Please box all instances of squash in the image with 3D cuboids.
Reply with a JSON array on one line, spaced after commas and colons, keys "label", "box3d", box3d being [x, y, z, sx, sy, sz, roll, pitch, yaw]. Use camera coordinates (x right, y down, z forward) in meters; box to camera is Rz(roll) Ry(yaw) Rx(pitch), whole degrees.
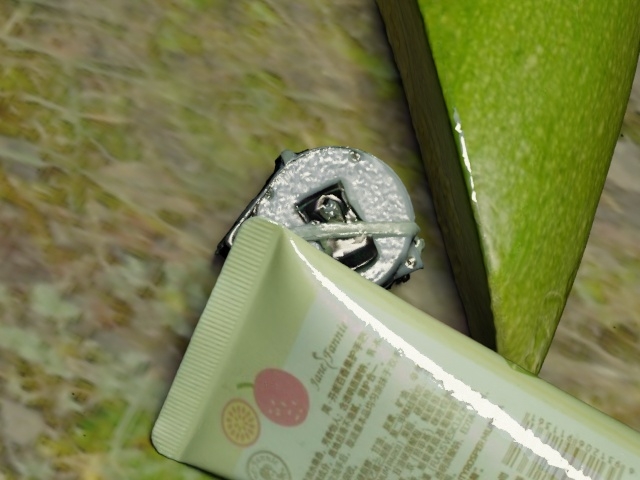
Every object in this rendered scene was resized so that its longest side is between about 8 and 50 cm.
[{"label": "squash", "box3d": [0.061, -0.082, 0.791, 0.203, 0.111, 0.289, 21, 72, 4]}]

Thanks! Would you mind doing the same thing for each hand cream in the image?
[{"label": "hand cream", "box3d": [0.077, 0.111, 0.726, 0.305, 0.147, 0.093, 26, 30, 0]}]

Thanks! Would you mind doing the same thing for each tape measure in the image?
[{"label": "tape measure", "box3d": [0.001, -0.002, 0.785, 0.094, 0.054, 0.091, -39, 85, -14]}]
